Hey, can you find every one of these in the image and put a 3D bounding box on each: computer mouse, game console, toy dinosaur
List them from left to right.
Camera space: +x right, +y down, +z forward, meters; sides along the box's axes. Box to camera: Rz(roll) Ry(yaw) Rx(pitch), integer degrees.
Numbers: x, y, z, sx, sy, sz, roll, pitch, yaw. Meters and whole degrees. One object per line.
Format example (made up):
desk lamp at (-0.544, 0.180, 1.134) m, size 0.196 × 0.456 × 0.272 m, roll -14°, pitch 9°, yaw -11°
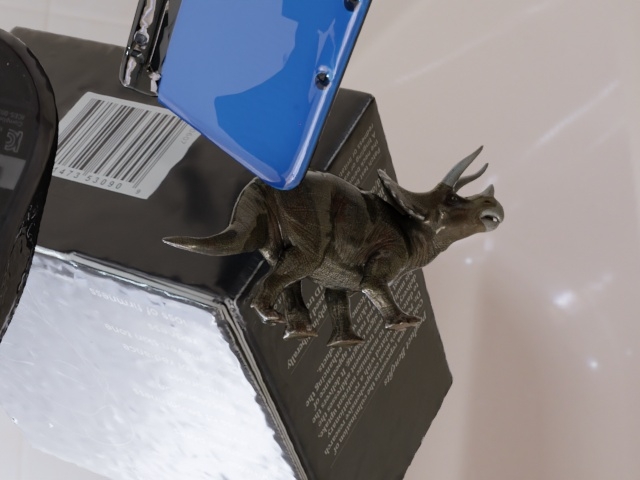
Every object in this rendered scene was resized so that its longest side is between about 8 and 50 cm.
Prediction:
computer mouse at (-0.243, 0.000, 0.808) m, size 0.072 × 0.188 × 0.272 m, roll 81°, pitch -152°, yaw -82°
game console at (-0.038, -0.235, 1.041) m, size 0.250 × 0.173 × 0.293 m, roll -76°, pitch 7°, yaw -57°
toy dinosaur at (0.000, 0.000, 1.115) m, size 0.121 × 0.313 × 0.160 m, roll -34°, pitch 55°, yaw 59°

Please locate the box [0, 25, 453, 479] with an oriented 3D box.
box at (-0.156, 0.061, 1.449) m, size 0.297 × 0.479 × 0.472 m, roll -56°, pitch -34°, yaw -32°
